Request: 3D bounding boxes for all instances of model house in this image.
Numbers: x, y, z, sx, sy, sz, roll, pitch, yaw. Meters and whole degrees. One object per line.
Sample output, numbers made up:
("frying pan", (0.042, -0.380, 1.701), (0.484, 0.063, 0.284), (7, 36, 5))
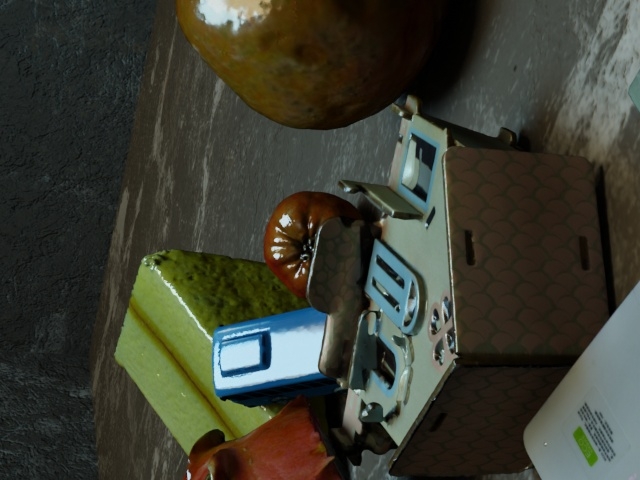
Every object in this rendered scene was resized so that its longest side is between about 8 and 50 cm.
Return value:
("model house", (0.105, 0.066, 0.947), (0.244, 0.169, 0.326), (-137, 55, -64))

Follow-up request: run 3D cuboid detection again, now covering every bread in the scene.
("bread", (-0.119, 0.221, 1.476), (0.362, 0.245, 0.233), (-100, 24, -46))

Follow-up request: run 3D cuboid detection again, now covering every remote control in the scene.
("remote control", (0.215, 0.105, 0.790), (0.103, 0.034, 0.250), (64, 147, 34))

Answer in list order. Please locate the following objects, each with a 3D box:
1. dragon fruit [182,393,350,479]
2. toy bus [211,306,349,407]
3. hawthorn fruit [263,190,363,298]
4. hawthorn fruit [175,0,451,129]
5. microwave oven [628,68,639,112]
("dragon fruit", (-0.045, 0.314, 1.082), (0.305, 0.225, 0.305), (63, 175, 11))
("toy bus", (-0.032, 0.128, 1.314), (0.184, 0.106, 0.090), (-14, 69, 30))
("hawthorn fruit", (-0.009, 0.002, 1.370), (0.140, 0.125, 0.125), (-132, 49, -63))
("hawthorn fruit", (0.012, -0.253, 1.171), (0.298, 0.277, 0.277), (-9, 76, 52))
("microwave oven", (0.285, -0.097, 0.425), (0.237, 0.181, 0.295), (-103, 25, -46))
